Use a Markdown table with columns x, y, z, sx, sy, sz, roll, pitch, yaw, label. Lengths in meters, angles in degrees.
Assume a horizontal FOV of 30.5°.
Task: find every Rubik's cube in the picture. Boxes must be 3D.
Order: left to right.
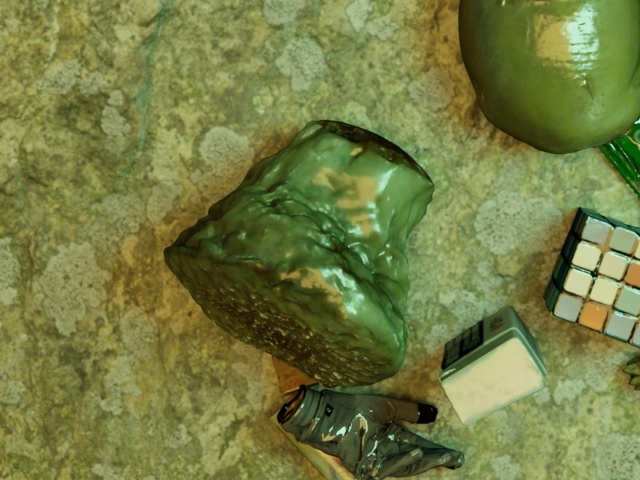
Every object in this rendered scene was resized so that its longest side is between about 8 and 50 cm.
| x | y | z | sx | sy | sz | roll | pitch | yaw | label |
| --- | --- | --- | --- | --- | --- | --- | --- | --- | --- |
| 0.413 | 0.051 | 1.650 | 0.154 | 0.155 | 0.151 | 19 | 99 | 4 | Rubik's cube |

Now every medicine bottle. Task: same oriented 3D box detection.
| x | y | z | sx | sy | sz | roll | pitch | yaw | label |
| --- | --- | --- | --- | --- | --- | --- | --- | --- | --- |
| 0.020 | 0.335 | 1.789 | 0.059 | 0.059 | 0.231 | -43 | 89 | 11 | medicine bottle |

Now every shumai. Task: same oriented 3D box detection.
| x | y | z | sx | sy | sz | roll | pitch | yaw | label |
| --- | --- | --- | --- | --- | --- | --- | --- | --- | --- |
| 0.000 | 0.000 | 1.643 | 0.324 | 0.397 | 0.323 | 40 | 70 | -29 | shumai |

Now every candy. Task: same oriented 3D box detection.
| x | y | z | sx | sy | sz | roll | pitch | yaw | label |
| --- | --- | --- | --- | --- | --- | --- | --- | --- | --- |
| 0.502 | -0.152 | 1.655 | 0.203 | 0.078 | 0.141 | -42 | 79 | 22 | candy |

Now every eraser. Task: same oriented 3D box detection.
| x | y | z | sx | sy | sz | roll | pitch | yaw | label |
| --- | --- | --- | --- | --- | --- | --- | --- | --- | --- |
| 0.237 | 0.170 | 1.623 | 0.130 | 0.287 | 0.086 | -30 | 90 | 10 | eraser |

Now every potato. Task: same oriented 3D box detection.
| x | y | z | sx | sy | sz | roll | pitch | yaw | label |
| --- | --- | --- | --- | --- | --- | --- | --- | --- | --- |
| 0.310 | -0.279 | 1.590 | 0.243 | 0.221 | 0.326 | -5 | 101 | 6 | potato |

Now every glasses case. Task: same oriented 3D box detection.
| x | y | z | sx | sy | sz | roll | pitch | yaw | label |
| --- | --- | --- | --- | --- | --- | --- | --- | --- | --- |
| 0.016 | 0.178 | 1.780 | 0.170 | 0.041 | 0.065 | -21 | 74 | 10 | glasses case |

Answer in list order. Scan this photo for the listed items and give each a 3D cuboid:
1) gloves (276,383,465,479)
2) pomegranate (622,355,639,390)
| x | y | z | sx | sy | sz | roll | pitch | yaw | label |
| --- | --- | --- | --- | --- | --- | --- | --- | --- | --- |
| 0.079 | 0.282 | 1.740 | 0.285 | 0.119 | 0.142 | 19 | 64 | 1 | gloves |
| 0.532 | 0.171 | 1.659 | 0.205 | 0.159 | 0.159 | -17 | 95 | 35 | pomegranate |
